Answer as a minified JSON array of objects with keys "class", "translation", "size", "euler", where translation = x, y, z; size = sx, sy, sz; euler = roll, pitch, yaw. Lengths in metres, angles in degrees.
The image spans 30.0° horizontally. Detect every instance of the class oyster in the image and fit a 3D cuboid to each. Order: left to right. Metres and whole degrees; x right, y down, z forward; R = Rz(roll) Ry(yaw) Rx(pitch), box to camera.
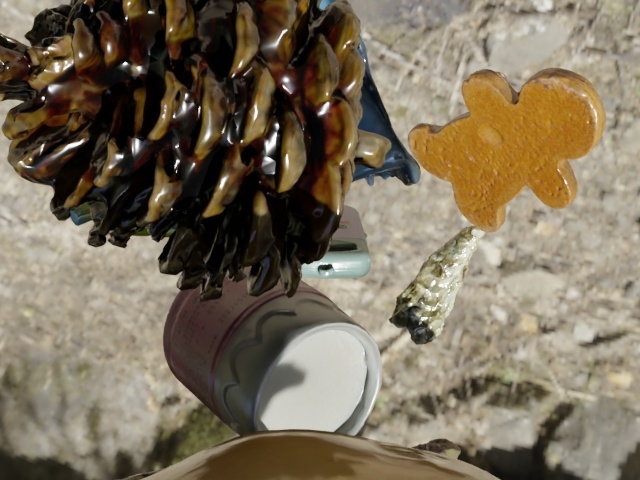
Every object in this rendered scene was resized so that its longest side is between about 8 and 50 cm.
[{"class":"oyster","translation":[0.170,0.059,1.772],"size":[0.106,0.200,0.061],"euler":[15,180,11]}]

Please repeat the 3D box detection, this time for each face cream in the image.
[{"class":"face cream","translation":[-0.054,0.126,1.298],"size":[0.195,0.175,0.175],"euler":[30,161,50]}]

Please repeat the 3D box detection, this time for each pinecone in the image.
[{"class":"pinecone","translation":[-0.078,-0.093,0.790],"size":[0.257,0.243,0.243],"euler":[39,141,-15]}]

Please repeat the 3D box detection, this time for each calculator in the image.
[{"class":"calculator","translation":[0.000,0.000,1.812],"size":[0.141,0.246,0.045],"euler":[2,113,-4]}]

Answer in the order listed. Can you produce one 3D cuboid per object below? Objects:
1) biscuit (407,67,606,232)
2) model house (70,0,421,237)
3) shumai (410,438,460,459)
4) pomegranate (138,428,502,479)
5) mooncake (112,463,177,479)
[{"class":"biscuit","translation":[0.249,-0.125,1.524],"size":[0.205,0.049,0.324],"euler":[51,149,1]},{"class":"model house","translation":[-0.098,-0.098,1.116],"size":[0.237,0.303,0.216],"euler":[-172,60,-78]},{"class":"shumai","translation":[0.127,0.359,1.514],"size":[0.183,0.185,0.218],"euler":[21,124,-38]},{"class":"pomegranate","translation":[0.004,0.290,0.592],"size":[0.411,0.412,0.412],"euler":[14,143,11]},{"class":"mooncake","translation":[-0.156,0.312,1.173],"size":[0.284,0.156,0.284],"euler":[-11,161,-4]}]
